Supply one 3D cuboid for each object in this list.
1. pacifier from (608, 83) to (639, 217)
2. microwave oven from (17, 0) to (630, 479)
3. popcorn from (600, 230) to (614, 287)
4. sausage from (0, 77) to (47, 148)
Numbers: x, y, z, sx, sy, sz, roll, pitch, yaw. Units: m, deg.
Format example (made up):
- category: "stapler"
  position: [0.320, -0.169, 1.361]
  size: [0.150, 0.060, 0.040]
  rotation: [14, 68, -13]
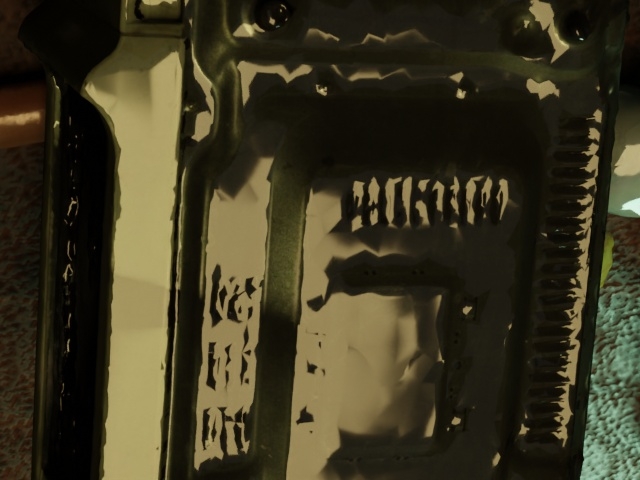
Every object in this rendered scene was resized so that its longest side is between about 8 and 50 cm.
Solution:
- category: "pacifier"
  position: [0.245, -0.059, 1.056]
  size: [0.226, 0.238, 0.287]
  rotation: [-16, 150, 40]
- category: "microwave oven"
  position: [0.000, 0.000, 0.922]
  size: [0.286, 0.218, 0.355]
  rotation: [1, 103, -17]
- category: "popcorn"
  position: [0.116, 0.013, 1.122]
  size: [0.116, 0.106, 0.120]
  rotation: [-20, 136, -16]
- category: "sausage"
  position: [-0.144, -0.072, 1.010]
  size: [0.186, 0.043, 0.043]
  rotation: [-10, 130, -9]
